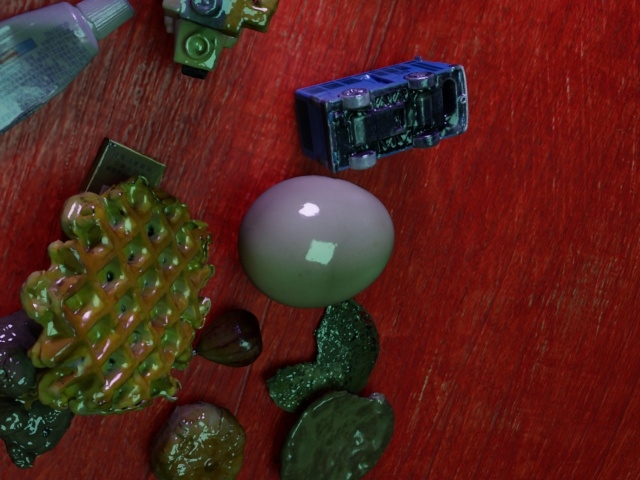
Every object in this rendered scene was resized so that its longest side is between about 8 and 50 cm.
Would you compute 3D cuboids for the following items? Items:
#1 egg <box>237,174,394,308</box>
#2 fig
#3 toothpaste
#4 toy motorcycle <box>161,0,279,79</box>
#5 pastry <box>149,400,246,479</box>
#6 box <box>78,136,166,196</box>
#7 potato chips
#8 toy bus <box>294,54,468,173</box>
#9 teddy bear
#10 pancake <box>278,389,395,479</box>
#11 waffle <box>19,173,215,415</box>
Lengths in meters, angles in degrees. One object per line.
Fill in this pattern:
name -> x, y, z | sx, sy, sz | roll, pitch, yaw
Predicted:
egg -> 0.000, 0.000, 1.187 | 0.254, 0.188, 0.188 | -10, 112, -38
fig -> -0.148, 0.151, 1.217 | 0.125, 0.089, 0.089 | -13, 116, -1
toothpaste -> -0.344, -0.206, 0.968 | 0.282, 0.068, 0.099 | -35, 93, -9
toy motorcycle -> -0.102, -0.390, 0.962 | 0.169, 0.237, 0.410 | 12, 100, -9
pastry -> -0.181, 0.312, 1.239 | 0.153, 0.081, 0.153 | -4, 98, -31
box -> -0.268, -0.057, 1.088 | 0.090, 0.023, 0.133 | 23, 92, -36
potato chips -> 0.010, 0.200, 1.363 | 0.220, 0.029, 0.202 | -36, 125, -21
toy bus -> 0.090, -0.190, 1.218 | 0.234, 0.133, 0.116 | -19, 116, -23
teddy bear -> -0.371, 0.184, 1.039 | 0.140, 0.177, 0.190 | -4, 115, 15
pancake -> 0.027, 0.340, 1.403 | 0.236, 0.042, 0.222 | -8, 120, -37
waffle -> -0.238, 0.069, 1.043 | 0.325, 0.068, 0.302 | 21, 77, -63
